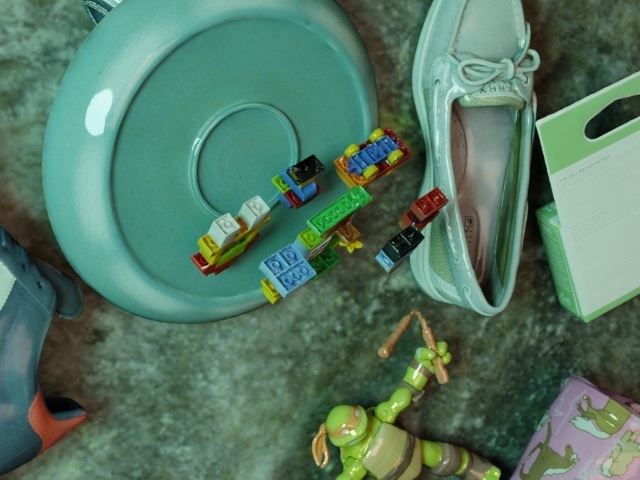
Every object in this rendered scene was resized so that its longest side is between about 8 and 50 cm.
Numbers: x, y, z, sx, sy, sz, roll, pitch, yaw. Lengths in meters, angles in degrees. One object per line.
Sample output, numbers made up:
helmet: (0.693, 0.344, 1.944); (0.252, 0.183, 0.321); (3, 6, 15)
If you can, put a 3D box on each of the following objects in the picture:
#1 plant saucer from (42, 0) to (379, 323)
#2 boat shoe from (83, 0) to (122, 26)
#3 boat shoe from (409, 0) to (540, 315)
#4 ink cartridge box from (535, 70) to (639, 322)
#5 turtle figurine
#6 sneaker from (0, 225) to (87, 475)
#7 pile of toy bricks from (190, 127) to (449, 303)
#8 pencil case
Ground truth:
plant saucer: (-0.070, -0.069, 0.899); (0.317, 0.043, 0.318); (-16, 119, -31)
boat shoe: (-0.145, -0.125, 0.892); (0.083, 0.065, 0.183); (-49, 116, -14)
boat shoe: (0.151, -0.093, 1.009); (0.118, 0.103, 0.320); (4, 97, -25)
ink cartridge box: (0.295, -0.055, 1.075); (0.171, 0.056, 0.235); (-27, 118, -10)
turtle figurine: (0.063, 0.218, 1.028); (0.217, 0.087, 0.269); (41, 67, -33)
sneaker: (-0.271, 0.013, 0.836); (0.148, 0.131, 0.350); (-20, 112, -27)
pile of toy bricks: (0.000, 0.000, 0.903); (0.212, 0.105, 0.118); (-33, 76, -33)
pencil case: (0.215, 0.327, 1.076); (0.167, 0.160, 0.386); (36, 83, -23)
